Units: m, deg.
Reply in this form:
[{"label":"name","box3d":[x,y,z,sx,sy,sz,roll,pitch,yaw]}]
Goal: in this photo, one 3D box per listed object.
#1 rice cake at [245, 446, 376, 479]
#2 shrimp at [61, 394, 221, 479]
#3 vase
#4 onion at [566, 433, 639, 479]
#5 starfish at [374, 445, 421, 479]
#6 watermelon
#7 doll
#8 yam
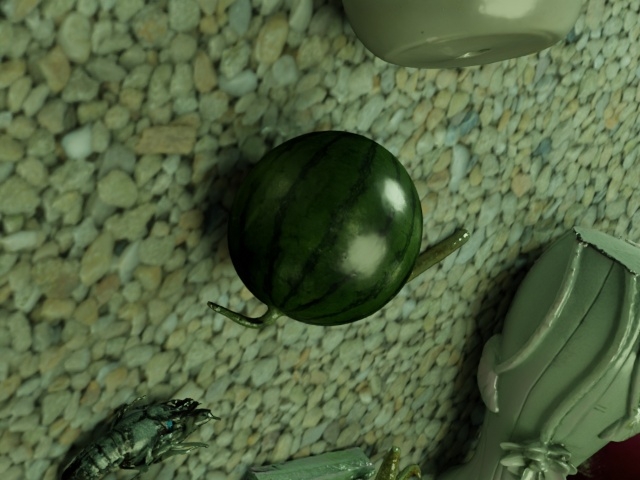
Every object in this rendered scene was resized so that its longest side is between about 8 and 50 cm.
[{"label":"rice cake","box3d":[-0.010,0.285,1.521,0.211,0.043,0.034,-3,130,-47]},{"label":"shrimp","box3d":[-0.185,0.209,1.251,0.174,0.082,0.076,-33,142,-16]},{"label":"vase","box3d":[0.320,0.208,1.677,0.250,0.250,0.445,6,116,-49]},{"label":"onion","box3d":[0.470,0.399,1.946,0.420,0.398,0.398,-26,159,37]},{"label":"starfish","box3d":[0.043,0.329,1.565,0.217,0.050,0.223,-1,136,-37]},{"label":"watermelon","box3d":[0.000,0.000,1.198,0.188,0.188,0.215,40,73,-52]},{"label":"doll","box3d":[0.138,-0.276,1.174,0.251,0.221,0.221,-10,129,-9]},{"label":"yam","box3d":[0.137,0.018,1.498,0.116,0.021,0.021,-33,137,-27]}]
